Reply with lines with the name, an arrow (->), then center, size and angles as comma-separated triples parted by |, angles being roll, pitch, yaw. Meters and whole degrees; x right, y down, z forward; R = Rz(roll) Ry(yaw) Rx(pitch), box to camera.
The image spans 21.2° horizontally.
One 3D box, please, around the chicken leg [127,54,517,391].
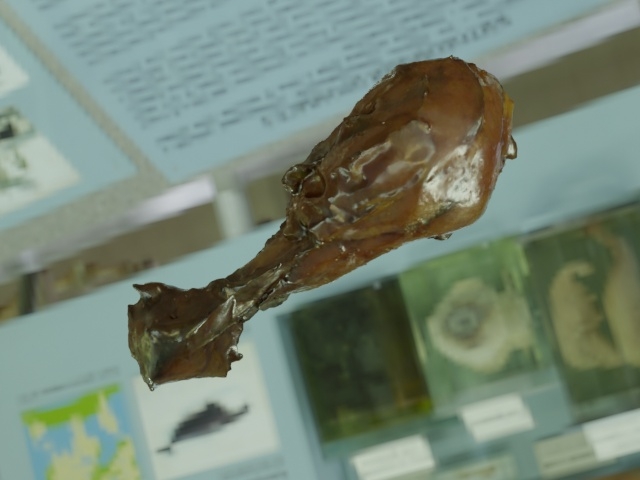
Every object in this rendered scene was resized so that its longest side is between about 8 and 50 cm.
chicken leg -> 0.000, 0.000, 1.099 | 0.304, 0.113, 0.093 | -40, -156, 8
